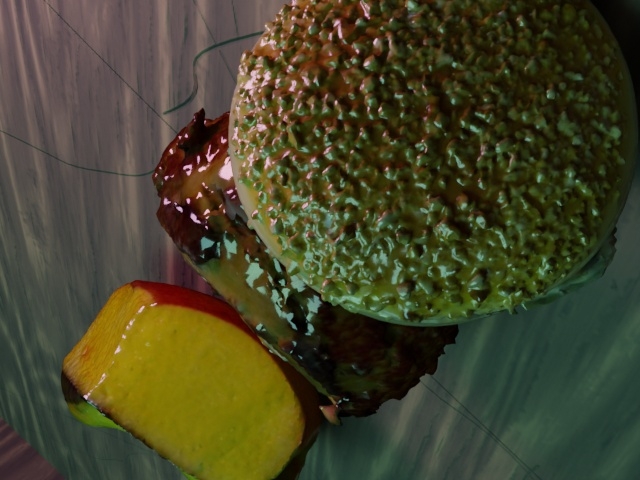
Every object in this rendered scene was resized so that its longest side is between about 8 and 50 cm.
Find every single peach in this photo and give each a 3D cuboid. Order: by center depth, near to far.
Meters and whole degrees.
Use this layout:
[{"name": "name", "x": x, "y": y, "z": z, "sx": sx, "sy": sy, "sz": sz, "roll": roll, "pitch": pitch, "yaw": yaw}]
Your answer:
[{"name": "peach", "x": -0.177, "y": 0.200, "z": 1.492, "sx": 0.380, "sy": 0.242, "sz": 0.306, "roll": 29, "pitch": 168, "yaw": 8}]

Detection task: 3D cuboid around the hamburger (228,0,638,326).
[{"name": "hamburger", "x": 0.080, "y": -0.077, "z": 0.791, "sx": 0.302, "sy": 0.302, "sz": 0.170, "roll": 43, "pitch": 167, "yaw": 9}]

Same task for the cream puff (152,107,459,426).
[{"name": "cream puff", "x": 0.000, "y": -0.001, "z": 1.032, "sx": 0.350, "sy": 0.228, "sz": 0.350, "roll": 45, "pitch": 174, "yaw": 6}]
